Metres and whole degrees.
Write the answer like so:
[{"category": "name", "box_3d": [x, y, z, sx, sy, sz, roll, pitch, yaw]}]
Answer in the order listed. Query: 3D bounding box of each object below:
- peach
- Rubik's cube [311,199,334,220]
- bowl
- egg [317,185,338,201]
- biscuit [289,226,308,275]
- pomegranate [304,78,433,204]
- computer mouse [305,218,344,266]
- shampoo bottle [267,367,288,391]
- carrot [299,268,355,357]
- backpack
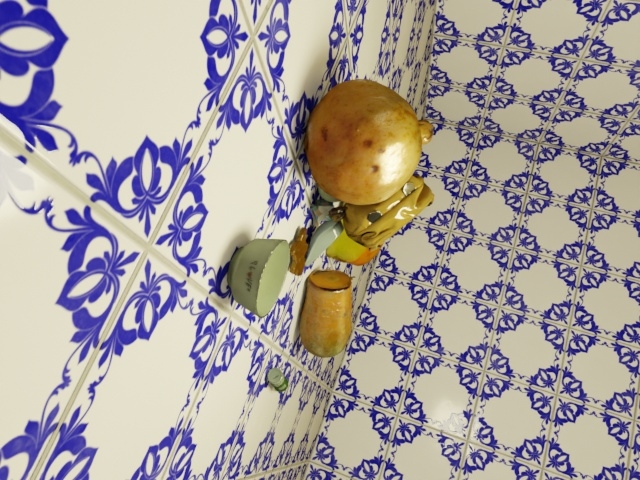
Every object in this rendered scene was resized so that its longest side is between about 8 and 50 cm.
[{"category": "peach", "box_3d": [0.201, -0.067, 2.270, 0.306, 0.242, 0.380, 16, 90, -71]}, {"category": "Rubik's cube", "box_3d": [0.007, -0.107, 1.812, 0.075, 0.084, 0.073, -88, -178, -62]}, {"category": "bowl", "box_3d": [-0.167, 0.084, 1.273, 0.211, 0.112, 0.211, 16, 90, -75]}, {"category": "egg", "box_3d": [0.048, -0.195, 1.785, 0.152, 0.114, 0.114, -31, 136, -65]}, {"category": "biscuit", "box_3d": [-0.080, 0.055, 1.741, 0.205, 0.031, 0.138, 87, 24, -53]}, {"category": "pomegranate", "box_3d": [0.155, -0.298, 1.498, 0.410, 0.410, 0.410, 16, 90, -76]}, {"category": "computer mouse", "box_3d": [0.000, 0.000, 1.859, 0.231, 0.079, 0.128, -49, -178, 19]}, {"category": "shampoo bottle", "box_3d": [-0.165, 0.554, 1.919, 0.204, 0.065, 0.065, 80, 30, -61]}, {"category": "carrot", "box_3d": [0.027, 0.312, 2.058, 0.224, 0.224, 0.340, -45, 144, -63]}, {"category": "backpack", "box_3d": [0.211, -0.127, 1.760, 0.353, 0.201, 0.378, -37, -168, -6]}]
